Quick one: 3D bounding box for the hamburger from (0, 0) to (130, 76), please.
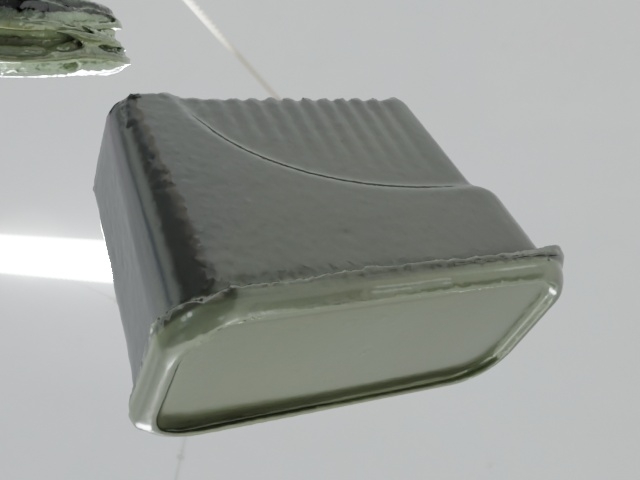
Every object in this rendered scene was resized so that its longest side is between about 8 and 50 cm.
[{"bbox_3d":[-0.210,-0.150,0.589,0.140,0.133,0.062,14,-73,43],"label":"hamburger"}]

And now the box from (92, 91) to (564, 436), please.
[{"bbox_3d":[0.000,0.000,0.515,0.178,0.274,0.138,64,-37,31],"label":"box"}]
